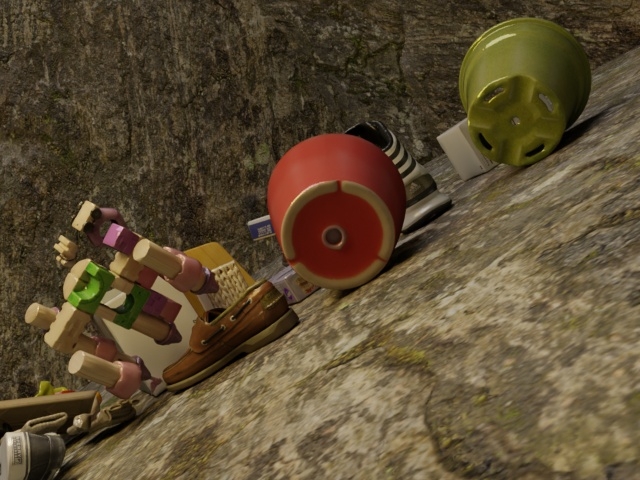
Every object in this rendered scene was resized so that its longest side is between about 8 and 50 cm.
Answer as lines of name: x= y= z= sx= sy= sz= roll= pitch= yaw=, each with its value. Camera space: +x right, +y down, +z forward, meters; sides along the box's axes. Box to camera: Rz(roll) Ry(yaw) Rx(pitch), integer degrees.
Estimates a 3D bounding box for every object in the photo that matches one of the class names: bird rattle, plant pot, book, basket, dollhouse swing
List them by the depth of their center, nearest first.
plant pot: x=0.029 y=-0.041 z=1.431 sx=0.275 sy=0.275 sz=0.243 roll=-32 pitch=14 yaw=10
plant pot: x=0.399 y=-0.277 z=1.579 sx=0.276 sy=0.276 sz=0.254 roll=-31 pitch=15 yaw=29
basket: x=-0.192 y=0.131 z=1.653 sx=0.103 sy=0.167 sz=0.113 roll=-26 pitch=3 yaw=-9
book: x=-0.517 y=0.149 z=1.835 sx=0.144 sy=0.035 sz=0.096 roll=-31 pitch=0 yaw=32
bird rattle: x=-0.636 y=0.424 z=1.893 sx=0.206 sy=0.143 sz=0.253 roll=-16 pitch=8 yaw=7
dollhouse swing: x=-0.258 y=0.082 z=2.174 sx=0.305 sy=0.315 sz=0.347 roll=-47 pitch=9 yaw=-28

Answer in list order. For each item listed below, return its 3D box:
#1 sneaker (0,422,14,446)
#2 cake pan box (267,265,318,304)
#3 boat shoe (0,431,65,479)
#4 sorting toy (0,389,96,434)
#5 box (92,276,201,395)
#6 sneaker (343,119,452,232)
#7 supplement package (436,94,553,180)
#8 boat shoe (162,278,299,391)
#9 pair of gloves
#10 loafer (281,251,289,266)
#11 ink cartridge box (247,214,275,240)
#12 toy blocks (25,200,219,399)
sneaker: x=-0.659 y=0.439 z=1.655 sx=0.087 sy=0.130 sz=0.227 roll=-31 pitch=5 yaw=-21
cake pan box: x=-0.006 y=0.058 z=1.813 sx=0.266 sy=0.070 sz=0.245 roll=-34 pitch=5 yaw=-25
boat shoe: x=-0.488 y=0.381 z=1.321 sx=0.102 sy=0.108 sz=0.301 roll=2 pitch=-30 yaw=-28
sorting toy: x=-0.645 y=0.375 z=1.679 sx=0.307 sy=0.041 sz=0.229 roll=-2 pitch=-31 yaw=-26
box: x=-0.376 y=0.207 z=1.766 sx=0.168 sy=0.215 sz=0.345 roll=-34 pitch=3 yaw=-19
sneaker: x=0.147 y=-0.154 z=1.829 sx=0.169 sy=0.258 sz=0.447 roll=-33 pitch=3 yaw=-8
supplement package: x=0.437 y=-0.273 z=1.958 sx=0.244 sy=0.134 sz=0.139 roll=-33 pitch=3 yaw=-16
boat shoe: x=-0.182 y=0.169 z=1.439 sx=0.307 sy=0.104 sz=0.111 roll=-32 pitch=5 yaw=21
pair of gloves: x=-0.464 y=0.351 z=1.465 sx=0.240 sy=0.042 sz=0.204 roll=-5 pitch=-21 yaw=-47
loafer: x=0.021 y=-0.041 z=2.504 sx=0.365 sy=0.130 sz=0.134 roll=-32 pitch=3 yaw=7
ink cartridge box: x=0.013 y=-0.095 z=2.275 sx=0.330 sy=0.072 sz=0.324 roll=-20 pitch=2 yaw=-43
toy blocks: x=-0.356 y=0.126 z=1.515 sx=0.309 sy=0.260 sz=0.289 roll=24 pitch=83 yaw=46
